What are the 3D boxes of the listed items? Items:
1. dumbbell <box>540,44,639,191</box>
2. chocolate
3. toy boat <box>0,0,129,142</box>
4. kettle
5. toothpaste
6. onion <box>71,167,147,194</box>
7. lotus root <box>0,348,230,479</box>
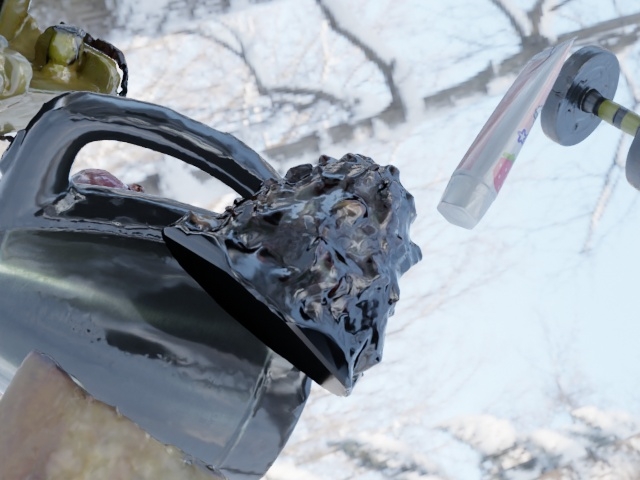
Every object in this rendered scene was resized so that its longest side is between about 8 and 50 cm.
[{"bbox_3d":[0.400,-0.161,1.442,0.325,0.143,0.143,38,-39,35],"label":"dumbbell"},{"bbox_3d":[0.000,0.000,0.669,0.156,0.133,0.156,36,-15,11],"label":"chocolate"},{"bbox_3d":[-0.341,-0.227,0.875,0.445,0.136,0.162,36,-65,27],"label":"toy boat"},{"bbox_3d":[-0.148,0.048,0.791,0.251,0.271,0.207,-36,-142,56],"label":"kettle"},{"bbox_3d":[0.162,-0.097,0.950,0.043,0.194,0.067,37,-20,-14],"label":"toothpaste"},{"bbox_3d":[-0.223,-0.027,1.130,0.107,0.097,0.107,54,-18,26],"label":"onion"},{"bbox_3d":[-0.072,0.137,0.432,0.095,0.135,0.159,14,-16,42],"label":"lotus root"}]
